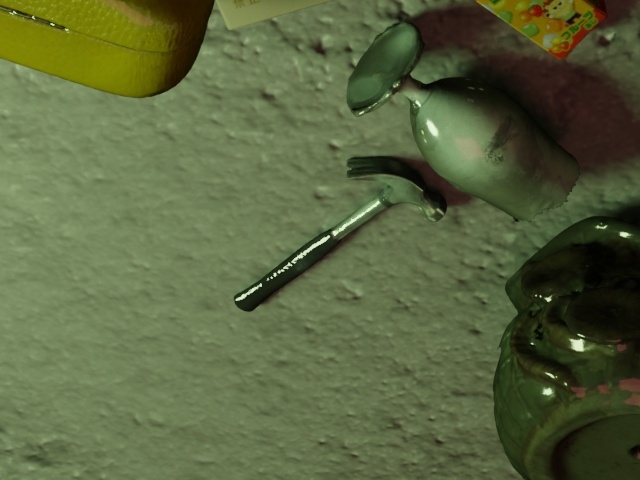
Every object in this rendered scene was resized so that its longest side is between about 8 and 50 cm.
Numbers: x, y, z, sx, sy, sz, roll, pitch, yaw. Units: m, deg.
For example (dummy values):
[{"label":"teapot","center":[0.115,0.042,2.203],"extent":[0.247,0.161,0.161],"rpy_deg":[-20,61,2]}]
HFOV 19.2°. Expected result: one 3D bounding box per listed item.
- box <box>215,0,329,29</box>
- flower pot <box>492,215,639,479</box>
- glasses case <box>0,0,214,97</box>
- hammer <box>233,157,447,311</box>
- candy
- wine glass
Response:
[{"label":"box","center":[-0.048,-0.283,1.575],"extent":[0.141,0.058,0.201],"rpy_deg":[-15,131,13]},{"label":"flower pot","center":[0.307,0.119,1.818],"extent":[0.302,0.213,0.302],"rpy_deg":[5,140,4]},{"label":"glasses case","center":[-0.259,-0.252,1.512],"extent":[0.371,0.173,0.141],"rpy_deg":[19,133,-1]},{"label":"hammer","center":[0.000,0.000,1.857],"extent":[0.246,0.029,0.103],"rpy_deg":[-35,124,29]},{"label":"candy","center":[0.186,-0.216,1.652],"extent":[0.122,0.038,0.062],"rpy_deg":[31,125,-25]},{"label":"wine glass","center":[0.132,-0.100,1.714],"extent":[0.222,0.103,0.103],"rpy_deg":[33,124,-27]}]
